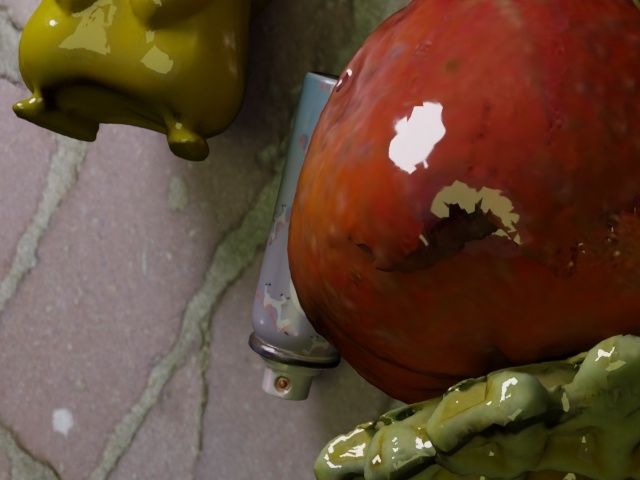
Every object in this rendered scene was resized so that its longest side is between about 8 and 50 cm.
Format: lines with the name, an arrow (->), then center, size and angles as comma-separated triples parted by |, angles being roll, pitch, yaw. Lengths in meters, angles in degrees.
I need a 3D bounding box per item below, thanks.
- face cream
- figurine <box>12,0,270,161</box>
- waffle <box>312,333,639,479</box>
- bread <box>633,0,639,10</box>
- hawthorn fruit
face cream -> 0.000, 0.000, 0.870 | 0.075, 0.075, 0.229 | 17, 101, 26
figurine -> -0.095, -0.219, 0.860 | 0.218, 0.169, 0.326 | 12, 101, 11
waffle -> 0.176, 0.122, 0.672 | 0.297, 0.317, 0.073 | -24, 57, 40
bread -> 0.284, -0.175, 0.622 | 0.239, 0.252, 0.196 | -20, 87, 31
hawthorn fruit -> 0.124, -0.054, 0.714 | 0.276, 0.276, 0.307 | 0, 67, 27
